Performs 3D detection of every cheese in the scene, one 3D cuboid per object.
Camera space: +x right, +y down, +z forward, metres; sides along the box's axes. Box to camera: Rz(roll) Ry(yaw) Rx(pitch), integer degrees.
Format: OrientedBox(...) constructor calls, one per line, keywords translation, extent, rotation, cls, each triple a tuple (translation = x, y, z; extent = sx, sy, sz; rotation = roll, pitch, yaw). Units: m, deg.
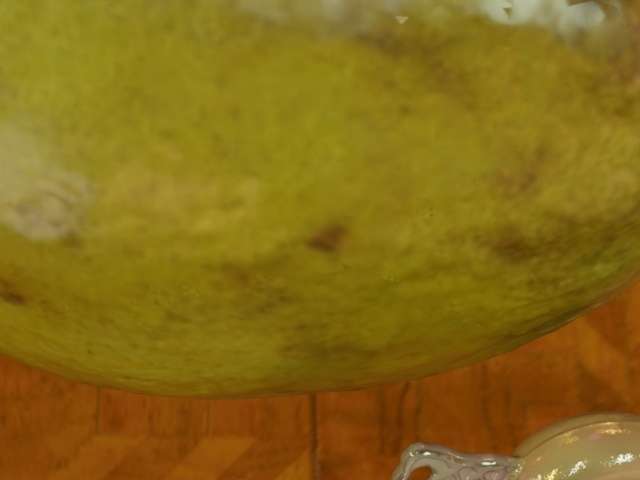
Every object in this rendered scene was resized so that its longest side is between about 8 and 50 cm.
OrientedBox(translation=(0.194, 0.214, 1.490), extent=(0.286, 0.163, 0.082), rotation=(9, 29, -18), cls="cheese")

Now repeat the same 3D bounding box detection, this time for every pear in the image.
OrientedBox(translation=(-0.020, -0.086, 0.553), extent=(0.375, 0.287, 0.287), rotation=(19, 68, 11), cls="pear")

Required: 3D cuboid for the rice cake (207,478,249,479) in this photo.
OrientedBox(translation=(-0.220, 0.219, 1.302), extent=(0.399, 0.070, 0.064), rotation=(0, 80, -19), cls="rice cake")
